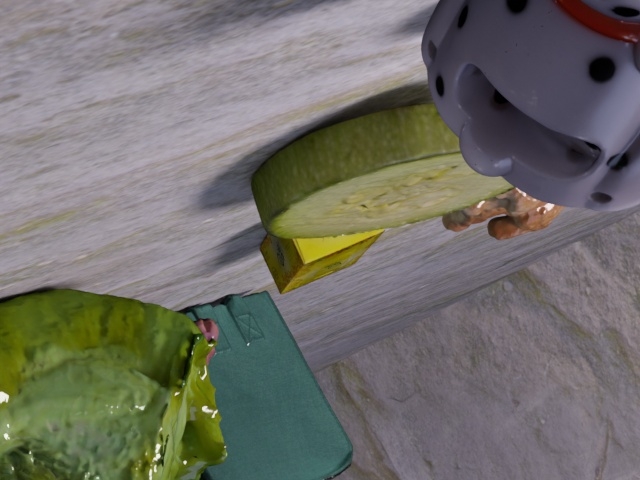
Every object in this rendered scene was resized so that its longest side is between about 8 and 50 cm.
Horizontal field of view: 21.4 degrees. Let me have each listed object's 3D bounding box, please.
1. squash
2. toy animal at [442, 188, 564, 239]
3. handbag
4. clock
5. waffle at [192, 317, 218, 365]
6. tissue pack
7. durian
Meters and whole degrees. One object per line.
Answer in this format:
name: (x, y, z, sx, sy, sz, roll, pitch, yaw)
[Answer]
squash: (0.068, -0.054, 1.458, 0.252, 0.049, 0.252, -12, 166, -3)
toy animal: (0.218, -0.066, 1.747, 0.184, 0.104, 0.185, -3, 164, 2)
handbag: (-0.114, 0.212, 2.094, 0.100, 0.274, 0.268, -39, 168, 37)
clock: (0.167, -0.151, 0.937, 0.189, 0.189, 0.254, -21, 157, -19)
waffle: (-0.228, 0.139, 1.868, 0.234, 0.055, 0.221, 1, 152, -35)
tissue pack: (0.000, 0.000, 1.782, 0.095, 0.062, 0.176, -22, 173, -14)
durian: (-0.228, 0.147, 1.516, 0.339, 0.204, 0.256, 17, -168, -14)
